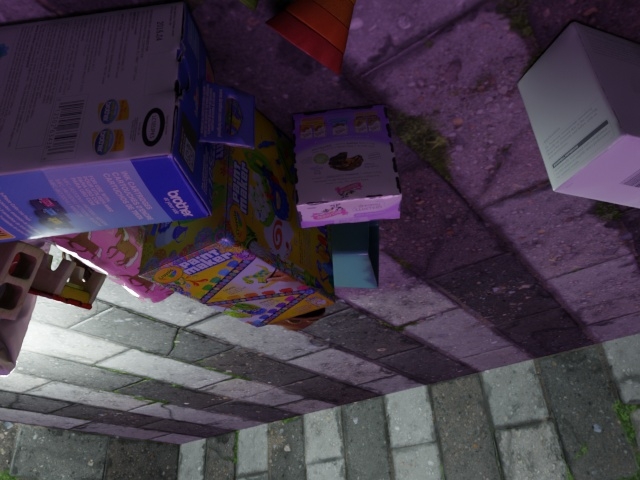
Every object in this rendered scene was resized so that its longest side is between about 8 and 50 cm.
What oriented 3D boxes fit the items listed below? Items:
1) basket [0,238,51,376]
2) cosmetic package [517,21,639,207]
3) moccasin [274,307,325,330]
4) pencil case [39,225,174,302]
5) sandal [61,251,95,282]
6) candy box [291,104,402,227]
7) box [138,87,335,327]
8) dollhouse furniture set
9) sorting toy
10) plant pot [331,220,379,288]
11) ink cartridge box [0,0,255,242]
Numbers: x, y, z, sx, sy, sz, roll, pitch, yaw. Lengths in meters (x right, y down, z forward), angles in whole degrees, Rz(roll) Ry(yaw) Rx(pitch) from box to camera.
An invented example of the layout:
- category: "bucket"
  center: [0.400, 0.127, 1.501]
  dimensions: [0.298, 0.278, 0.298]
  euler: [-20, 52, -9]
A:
- category: "basket"
  center: [-0.764, 0.078, 0.992]
  dimensions: [0.267, 0.331, 0.328]
  euler: [-15, 147, 28]
- category: "cosmetic package"
  center: [0.456, -0.183, 0.791]
  dimensions: [0.224, 0.224, 0.138]
  euler: [8, 149, -19]
- category: "moccasin"
  center: [-0.120, 0.159, 1.368]
  dimensions: [0.147, 0.139, 0.380]
  euler: [-23, 144, 27]
- category: "pencil case"
  center: [-0.433, -0.003, 1.046]
  dimensions: [0.160, 0.167, 0.386]
  euler: [-32, 142, 8]
- category: "sandal"
  center: [-0.550, 0.030, 1.181]
  dimensions: [0.060, 0.090, 0.219]
  euler: [24, 151, -4]
- category: "candy box"
  center: [0.040, -0.126, 0.862]
  dimensions: [0.165, 0.196, 0.070]
  euler: [-5, 149, 2]
- category: "box"
  center: [-0.127, -0.043, 0.890]
  dimensions: [0.177, 0.289, 0.279]
  euler: [-21, 144, 27]
- category: "dollhouse furniture set"
  center: [-0.560, 0.056, 0.818]
  dimensions: [0.202, 0.152, 0.374]
  euler: [13, 166, 20]
- category: "sorting toy"
  center: [-0.081, -0.345, 0.611]
  dimensions: [0.366, 0.127, 0.126]
  euler: [26, 109, -36]
- category: "plant pot"
  center: [0.000, 0.000, 1.109]
  dimensions: [0.235, 0.165, 0.165]
  euler: [-3, 150, 13]
- category: "ink cartridge box"
  center: [-0.292, -0.160, 0.695]
  dimensions: [0.396, 0.269, 0.151]
  euler: [-7, 152, 5]
